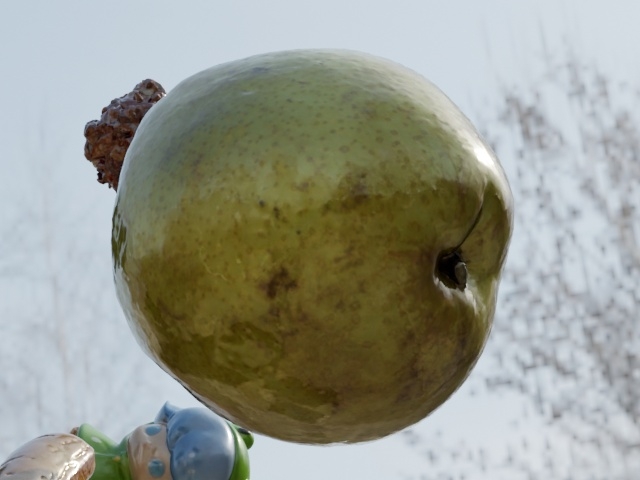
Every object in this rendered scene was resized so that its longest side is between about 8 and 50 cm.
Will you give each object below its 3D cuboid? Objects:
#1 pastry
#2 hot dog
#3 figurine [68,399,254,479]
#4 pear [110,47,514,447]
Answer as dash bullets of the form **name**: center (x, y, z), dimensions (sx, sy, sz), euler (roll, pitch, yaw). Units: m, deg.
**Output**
- **pastry**: center (-0.153, -0.072, 1.959), dimensions (0.097, 0.208, 0.115), euler (-32, -21, -50)
- **hot dog**: center (-0.227, 0.202, 1.345), dimensions (0.068, 0.100, 0.249), euler (29, 14, 2)
- **figurine**: center (-0.204, 0.267, 2.178), dimensions (0.263, 0.162, 0.143), euler (-4, -47, -7)
- **pear**: center (0.000, 0.000, 1.377), dimensions (0.304, 0.304, 0.304), euler (-6, -24, -3)
